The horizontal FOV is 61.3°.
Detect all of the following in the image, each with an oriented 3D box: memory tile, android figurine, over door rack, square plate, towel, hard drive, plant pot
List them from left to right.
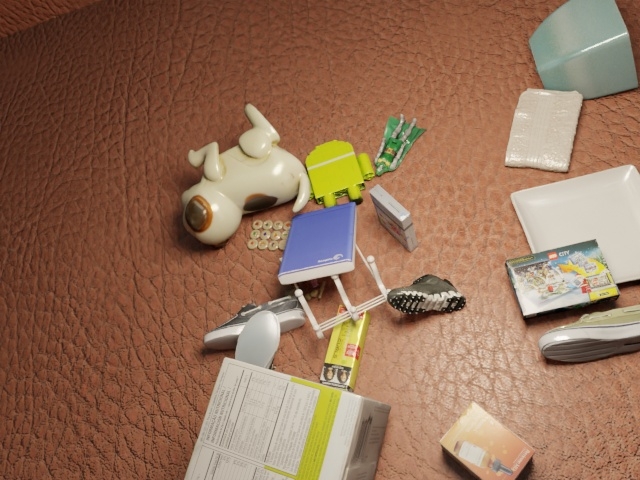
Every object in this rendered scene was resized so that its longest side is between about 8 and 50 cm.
[{"bbox_3d":[-0.163,-0.018,1.760,0.148,0.012,0.113,2,62,17],"label":"memory tile"},{"bbox_3d":[0.000,0.000,1.586,0.211,0.040,0.318,-13,31,13],"label":"hard drive"},{"bbox_3d":[0.033,0.099,1.533,0.240,0.108,0.324,-24,44,-6],"label":"over door rack"},{"bbox_3d":[0.048,-0.222,1.788,0.249,0.056,0.272,-20,60,6],"label":"android figurine"},{"bbox_3d":[0.686,-0.343,1.656,0.187,0.049,0.282,10,72,22],"label":"towel"},{"bbox_3d":[0.797,-0.583,1.670,0.253,0.247,0.247,-18,56,27],"label":"plant pot"},{"bbox_3d":[0.741,-0.024,1.472,0.348,0.049,0.343,-13,58,9],"label":"square plate"}]

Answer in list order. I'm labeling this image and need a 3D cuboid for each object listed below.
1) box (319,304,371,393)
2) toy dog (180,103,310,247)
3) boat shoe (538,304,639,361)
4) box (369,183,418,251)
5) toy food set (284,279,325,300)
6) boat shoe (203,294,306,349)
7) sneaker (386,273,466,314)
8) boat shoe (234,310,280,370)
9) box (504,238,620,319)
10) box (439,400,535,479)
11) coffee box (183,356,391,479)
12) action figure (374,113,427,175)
[{"bbox_3d":[0.070,0.297,1.481,0.088,0.058,0.232,6,62,23],"label":"box"},{"bbox_3d":[-0.265,-0.156,1.749,0.408,0.284,0.395,-40,76,-6],"label":"toy dog"},{"bbox_3d":[0.682,0.226,1.328,0.303,0.109,0.094,-7,44,2],"label":"boat shoe"},{"bbox_3d":[0.215,-0.063,1.569,0.038,0.186,0.145,-39,58,-5],"label":"box"},{"bbox_3d":[-0.043,0.145,1.629,0.122,0.019,0.077,5,62,28],"label":"toy food set"},{"bbox_3d":[-0.197,0.232,1.572,0.302,0.108,0.102,-19,58,3],"label":"boat shoe"},{"bbox_3d":[0.274,0.140,1.462,0.235,0.078,0.106,3,40,-23],"label":"sneaker"},{"bbox_3d":[-0.178,0.346,1.481,0.113,0.105,0.306,9,79,2],"label":"boat shoe"},{"bbox_3d":[0.614,0.100,1.387,0.233,0.044,0.159,-14,60,11],"label":"box"},{"bbox_3d":[0.387,0.487,1.259,0.171,0.091,0.130,36,76,30],"label":"box"},{"bbox_3d":[-0.064,0.487,1.225,0.335,0.337,0.337,10,73,21],"label":"coffee box"},{"bbox_3d":[0.242,-0.309,1.782,0.137,0.063,0.232,22,73,23],"label":"action figure"}]
